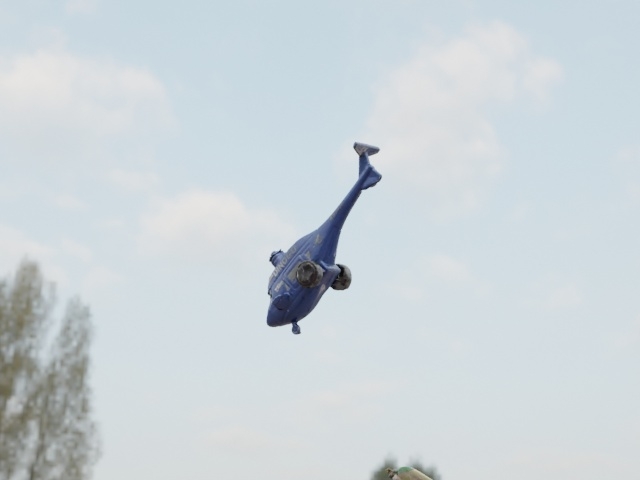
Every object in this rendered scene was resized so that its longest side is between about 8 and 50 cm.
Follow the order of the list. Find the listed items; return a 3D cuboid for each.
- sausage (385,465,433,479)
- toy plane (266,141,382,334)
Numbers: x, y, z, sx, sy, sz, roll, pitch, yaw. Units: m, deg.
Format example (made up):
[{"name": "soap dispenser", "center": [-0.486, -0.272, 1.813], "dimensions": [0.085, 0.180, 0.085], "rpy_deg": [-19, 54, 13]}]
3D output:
[{"name": "sausage", "center": [0.177, 0.293, 1.114], "dimensions": [0.269, 0.033, 0.033], "rpy_deg": [31, -19, 10]}, {"name": "toy plane", "center": [0.000, 0.000, 0.911], "dimensions": [0.054, 0.062, 0.167], "rpy_deg": [8, -61, -57]}]
